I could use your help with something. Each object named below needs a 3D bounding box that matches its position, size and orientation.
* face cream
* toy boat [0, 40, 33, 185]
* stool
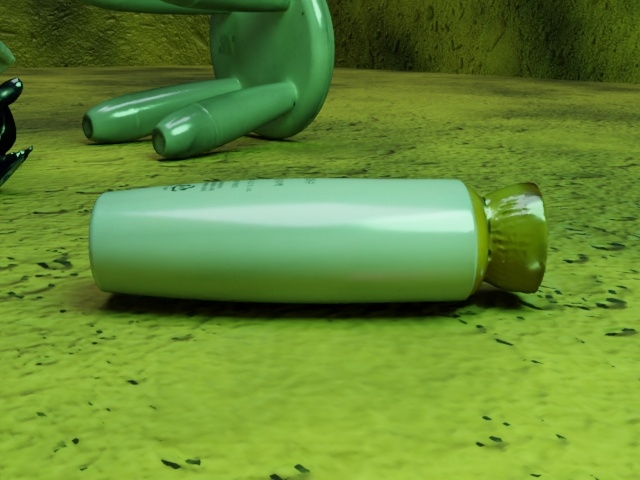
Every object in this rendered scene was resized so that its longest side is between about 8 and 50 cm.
[{"bbox_3d":[0.000,0.000,0.341,0.182,0.051,0.072,-1,13,-2],"label":"face cream"},{"bbox_3d":[-0.277,-0.096,0.588,0.140,0.141,0.269,-5,14,-20],"label":"toy boat"},{"bbox_3d":[-0.119,-0.190,0.808,0.198,0.195,0.195,-13,19,-38],"label":"stool"}]
